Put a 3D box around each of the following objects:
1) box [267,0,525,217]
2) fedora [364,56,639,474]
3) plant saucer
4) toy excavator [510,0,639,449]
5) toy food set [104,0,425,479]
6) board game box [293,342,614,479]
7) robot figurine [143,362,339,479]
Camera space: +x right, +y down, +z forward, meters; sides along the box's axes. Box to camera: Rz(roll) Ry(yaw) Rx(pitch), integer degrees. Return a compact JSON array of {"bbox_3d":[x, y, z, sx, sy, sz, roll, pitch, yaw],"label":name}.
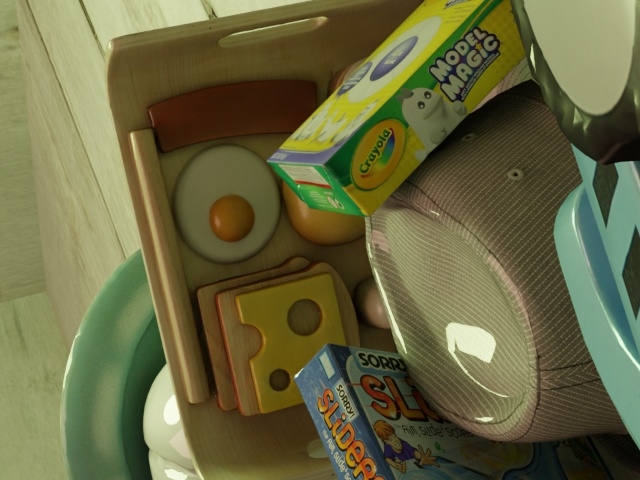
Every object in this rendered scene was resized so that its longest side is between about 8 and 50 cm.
[{"bbox_3d":[0.058,-0.090,0.809,0.043,0.179,0.105,49,169,-15],"label":"box"},{"bbox_3d":[0.104,0.014,0.813,0.275,0.124,0.243,-125,27,-50],"label":"fedora"},{"bbox_3d":[-0.119,0.152,1.436,0.044,0.318,0.317,5,113,37],"label":"plant saucer"},{"bbox_3d":[0.146,-0.059,0.521,0.445,0.222,0.432,109,146,-76],"label":"toy excavator"},{"bbox_3d":[0.000,0.000,0.973,0.092,0.220,0.306,-171,69,-72],"label":"toy food set"},{"bbox_3d":[0.091,0.131,0.846,0.035,0.201,0.136,-49,50,29],"label":"board game box"},{"bbox_3d":[-0.045,0.222,1.339,0.300,0.200,0.353,-68,-30,-69],"label":"robot figurine"}]
